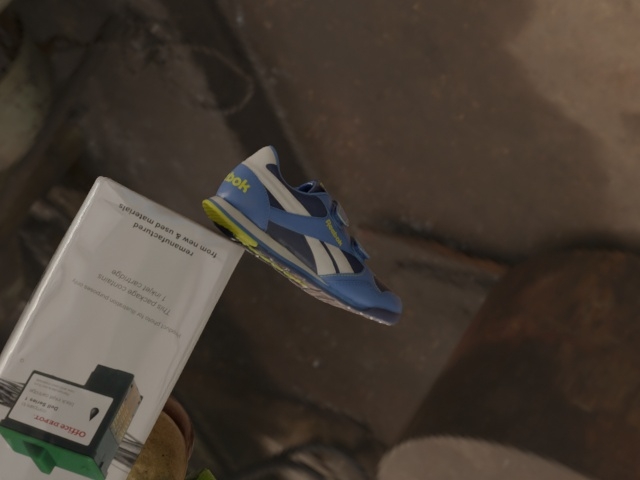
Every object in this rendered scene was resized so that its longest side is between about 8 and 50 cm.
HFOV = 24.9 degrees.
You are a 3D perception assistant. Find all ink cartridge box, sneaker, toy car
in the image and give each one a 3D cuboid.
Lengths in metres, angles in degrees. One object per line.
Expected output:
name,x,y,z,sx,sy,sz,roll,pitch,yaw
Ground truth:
ink cartridge box,-0.139,0.080,0.833,0.092,0.219,0.160,27,177,-8
sneaker,0.000,0.000,0.875,0.144,0.059,0.053,37,169,-21
toy car,-0.154,0.170,1.061,0.155,0.149,0.188,54,169,-3
